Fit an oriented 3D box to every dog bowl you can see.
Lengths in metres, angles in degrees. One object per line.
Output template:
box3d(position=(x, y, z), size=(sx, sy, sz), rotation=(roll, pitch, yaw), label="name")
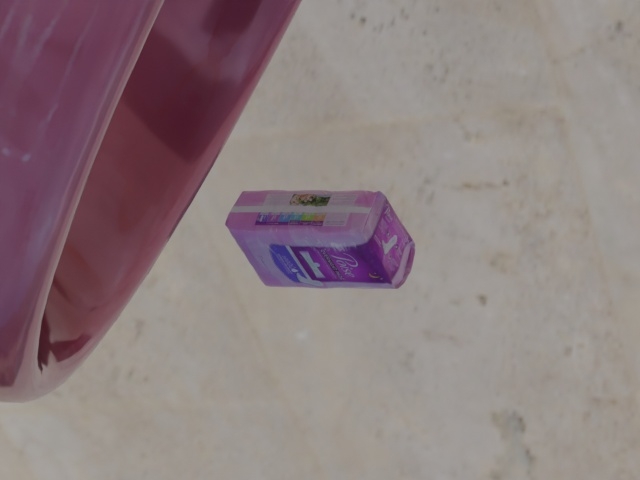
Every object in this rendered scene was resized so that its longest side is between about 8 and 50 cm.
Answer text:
box3d(position=(-0.085, -0.124, 0.573), size=(0.150, 0.408, 0.408), rotation=(27, 135, 2), label="dog bowl")

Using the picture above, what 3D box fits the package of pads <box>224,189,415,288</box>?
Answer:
box3d(position=(0.000, 0.000, 0.808), size=(0.083, 0.032, 0.050), rotation=(1, 144, 32), label="package of pads")
